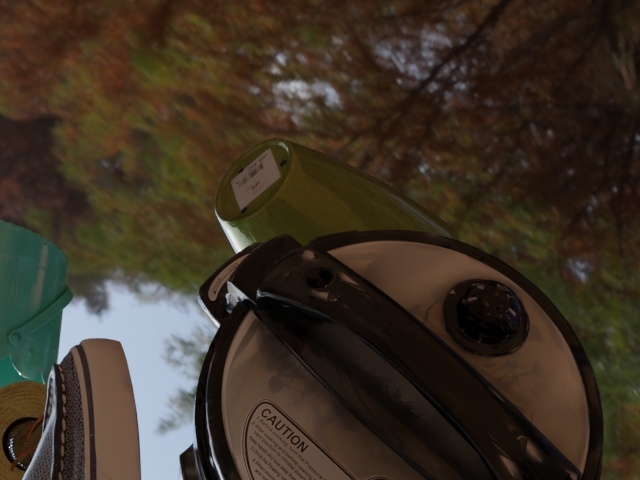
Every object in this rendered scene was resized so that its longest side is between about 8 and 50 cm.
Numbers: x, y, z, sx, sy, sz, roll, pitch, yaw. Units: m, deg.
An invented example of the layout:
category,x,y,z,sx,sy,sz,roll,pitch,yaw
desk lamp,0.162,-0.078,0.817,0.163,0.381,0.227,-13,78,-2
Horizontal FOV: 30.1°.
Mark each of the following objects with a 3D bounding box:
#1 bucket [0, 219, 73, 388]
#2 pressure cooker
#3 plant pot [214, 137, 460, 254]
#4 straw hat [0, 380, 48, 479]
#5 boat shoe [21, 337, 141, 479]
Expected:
category,x,y,z,sx,sy,sz,roll,pitch,yaw
bucket,-0.446,0.092,1.477,0.281,0.281,0.183,-8,-117,33
pressure cooker,0.056,0.192,1.101,0.370,0.420,0.375,4,-121,-6
plant pot,0.000,0.000,1.627,0.275,0.293,0.275,-28,-140,27
straw hat,-0.325,0.234,1.354,0.144,0.061,0.144,-3,-106,9
boat shoe,-0.196,0.224,0.728,0.127,0.158,0.341,129,-38,-64
